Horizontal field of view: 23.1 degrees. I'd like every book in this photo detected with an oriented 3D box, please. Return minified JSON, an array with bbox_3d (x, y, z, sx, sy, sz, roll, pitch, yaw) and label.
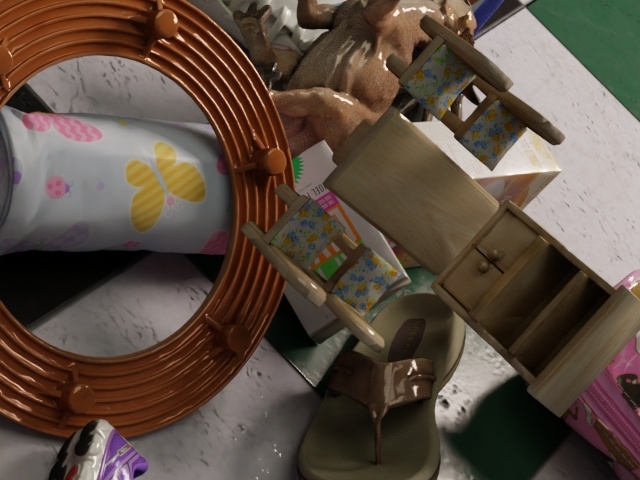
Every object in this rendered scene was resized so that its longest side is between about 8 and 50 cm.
[{"bbox_3d":[0.000,0.000,1.312,0.144,0.096,0.035,59,5,22],"label":"book"}]

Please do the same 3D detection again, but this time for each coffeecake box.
[{"bbox_3d":[0.099,-0.040,1.389,0.186,0.142,0.068,-7,60,-42],"label":"coffeecake box"}]

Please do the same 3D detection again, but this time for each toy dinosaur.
[{"bbox_3d":[0.032,-0.136,1.377,0.127,0.296,0.200,44,-8,47],"label":"toy dinosaur"}]

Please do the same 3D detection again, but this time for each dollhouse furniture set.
[{"bbox_3d":[0.110,0.002,1.163,0.242,0.212,0.161,38,5,-40],"label":"dollhouse furniture set"}]

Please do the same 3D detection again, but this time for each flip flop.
[{"bbox_3d":[0.053,0.111,1.228,0.112,0.080,0.277,4,33,18],"label":"flip flop"}]

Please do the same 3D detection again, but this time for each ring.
[{"bbox_3d":[-0.146,-0.025,1.120,0.337,0.032,0.336,-1,91,-38],"label":"ring"}]

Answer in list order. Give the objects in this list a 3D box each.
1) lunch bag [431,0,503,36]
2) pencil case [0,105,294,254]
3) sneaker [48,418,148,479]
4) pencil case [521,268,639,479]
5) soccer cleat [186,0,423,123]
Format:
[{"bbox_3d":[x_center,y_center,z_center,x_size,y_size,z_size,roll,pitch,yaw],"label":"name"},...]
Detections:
[{"bbox_3d":[0.130,-0.439,1.570,0.328,0.385,0.239,34,29,-12],"label":"lunch bag"},{"bbox_3d":[-0.154,-0.043,1.212,0.273,0.124,0.113,1,90,-37],"label":"pencil case"},{"bbox_3d":[-0.149,0.193,1.038,0.071,0.068,0.170,37,39,-19],"label":"sneaker"},{"bbox_3d":[0.340,0.205,1.355,0.160,0.167,0.386,-35,77,-14],"label":"pencil case"},{"bbox_3d":[-0.021,-0.204,1.466,0.331,0.116,0.143,22,53,-19],"label":"soccer cleat"}]
